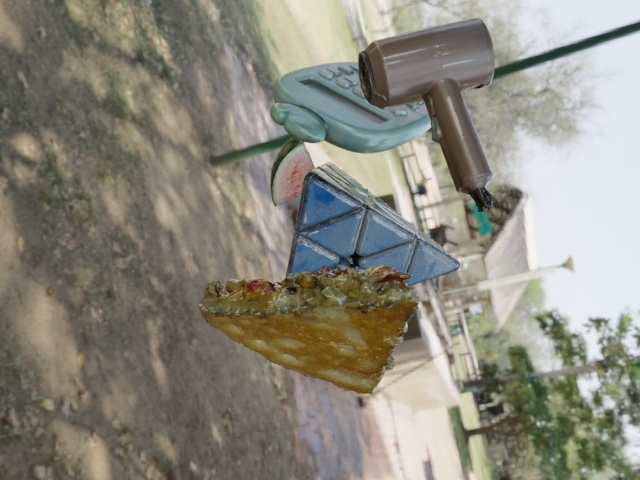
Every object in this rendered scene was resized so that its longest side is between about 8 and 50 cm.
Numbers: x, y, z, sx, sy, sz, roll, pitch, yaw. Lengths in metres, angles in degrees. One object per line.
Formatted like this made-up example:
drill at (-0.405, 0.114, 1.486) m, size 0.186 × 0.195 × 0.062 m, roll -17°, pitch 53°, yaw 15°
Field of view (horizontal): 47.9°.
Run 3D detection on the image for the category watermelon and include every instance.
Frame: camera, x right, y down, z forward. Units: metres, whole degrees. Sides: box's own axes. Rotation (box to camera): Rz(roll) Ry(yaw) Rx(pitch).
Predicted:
watermelon at (-0.045, -0.119, 1.318) m, size 0.135 × 0.094 × 0.125 m, roll -66°, pitch -170°, yaw 0°

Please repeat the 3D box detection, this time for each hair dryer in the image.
hair dryer at (0.110, -0.106, 0.631) m, size 0.064 × 0.117 × 0.182 m, roll 86°, pitch -11°, yaw -69°

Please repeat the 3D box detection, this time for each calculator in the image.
calculator at (0.045, -0.175, 0.931) m, size 0.295 × 0.184 × 0.042 m, roll -29°, pitch 144°, yaw -46°

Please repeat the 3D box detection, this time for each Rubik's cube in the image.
Rubik's cube at (0.000, 0.000, 0.739) m, size 0.211 × 0.190 × 0.178 m, roll 36°, pitch -7°, yaw 30°

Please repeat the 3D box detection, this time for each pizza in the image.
pizza at (0.015, 0.057, 0.576) m, size 0.188 × 0.199 × 0.062 m, roll 29°, pitch 57°, yaw -25°
